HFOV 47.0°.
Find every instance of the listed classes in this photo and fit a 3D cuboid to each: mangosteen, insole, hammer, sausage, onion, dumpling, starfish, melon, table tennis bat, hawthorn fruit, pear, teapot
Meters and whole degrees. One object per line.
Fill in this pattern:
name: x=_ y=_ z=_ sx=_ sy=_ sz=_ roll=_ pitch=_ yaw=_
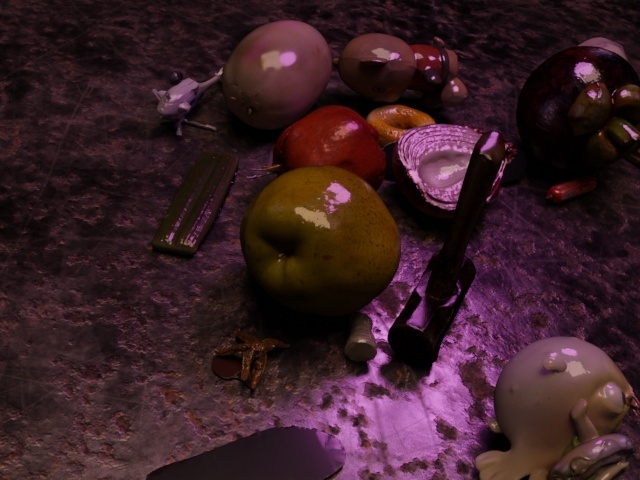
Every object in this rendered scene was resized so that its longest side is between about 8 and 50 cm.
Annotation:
mangosteen: x=0.602 y=-0.282 z=1.689 sx=0.300 sy=0.300 sz=0.300 roll=6 pitch=44 yaw=-6
insole: x=0.304 y=-0.182 z=1.675 sx=0.348 sy=0.119 sz=0.009 roll=-2 pitch=2 yaw=-8
insole: x=-0.109 y=0.345 z=1.106 sx=0.309 sy=0.012 sz=0.110 roll=-11 pitch=49 yaw=-21
hammer: x=0.234 y=0.004 z=1.245 sx=0.095 sy=0.409 sz=0.242 roll=25 pitch=42 yaw=13
sausage: x=0.571 y=-0.117 z=1.687 sx=0.145 sy=0.050 sz=0.048 roll=-17 pitch=92 yaw=-27
onion: x=0.295 y=-0.147 z=1.598 sx=0.283 sy=0.120 sz=0.227 roll=-15 pitch=67 yaw=-16
dumpling: x=0.744 y=-0.480 z=2.030 sx=0.258 sy=0.147 sz=0.193 roll=7 pitch=3 yaw=-38
starfish: x=-0.105 y=0.182 z=1.246 sx=0.130 sy=0.041 sz=0.133 roll=-15 pitch=46 yaw=-32
melon: x=-0.099 y=-0.386 z=1.702 sx=0.223 sy=0.223 sz=0.317 roll=24 pitch=49 yaw=13
table tennis bat: x=-0.145 y=0.218 z=1.231 sx=0.083 sy=0.007 sz=0.050 roll=33 pitch=48 yaw=24
hawthorn fruit: x=-0.009 y=-0.162 z=1.517 sx=0.299 sy=0.211 sz=0.211 roll=-17 pitch=50 yaw=-13
pear: x=0.000 y=0.000 z=1.301 sx=0.294 sy=0.294 sz=0.294 roll=6 pitch=44 yaw=-6
teapot: x=0.074 y=0.169 z=1.296 sx=0.067 sy=0.057 sz=0.083 roll=38 pitch=32 yaw=-27

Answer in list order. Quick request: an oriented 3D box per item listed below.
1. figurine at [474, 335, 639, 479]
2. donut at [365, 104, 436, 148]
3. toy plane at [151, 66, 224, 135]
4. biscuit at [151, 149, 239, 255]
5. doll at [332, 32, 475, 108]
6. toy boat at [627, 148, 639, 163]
figurine: x=0.384 y=0.348 z=1.106 sx=0.274 sy=0.226 sz=0.394 roll=-28 pitch=56 yaw=8
donut: x=0.193 y=-0.258 z=1.735 sx=0.190 sy=0.074 sz=0.174 roll=33 pitch=48 yaw=22
toy plane: x=-0.282 y=-0.342 z=1.708 sx=0.273 sy=0.107 sz=0.182 roll=-28 pitch=61 yaw=-38
biscuit: x=-0.245 y=-0.088 z=1.503 sx=0.099 sy=0.038 sz=0.322 roll=12 pitch=44 yaw=6
doll: x=0.202 y=-0.413 z=1.774 sx=0.330 sy=0.174 sz=0.235 roll=1 pitch=12 yaw=-24
toy boat: x=0.793 y=-0.274 z=1.870 sx=0.111 sy=0.084 sz=0.276 roll=-15 pitch=47 yaw=-21
